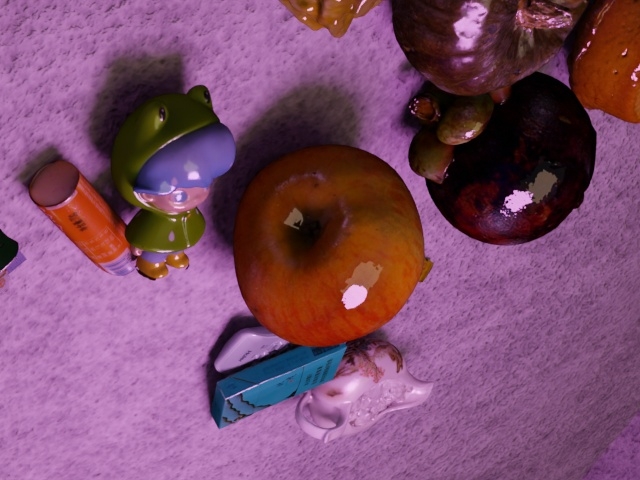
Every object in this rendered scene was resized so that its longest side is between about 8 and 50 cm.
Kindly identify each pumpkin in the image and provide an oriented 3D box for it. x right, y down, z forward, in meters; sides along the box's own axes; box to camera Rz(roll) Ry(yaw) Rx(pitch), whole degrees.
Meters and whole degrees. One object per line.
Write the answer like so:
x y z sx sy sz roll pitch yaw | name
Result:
0.239 -0.313 1.806 0.325 0.242 0.232 7 111 -46 | pumpkin

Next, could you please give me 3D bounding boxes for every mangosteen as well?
0.288 -0.140 2.013 0.311 0.311 0.311 -29 143 -25 | mangosteen

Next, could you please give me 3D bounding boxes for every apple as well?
0.000 0.000 1.840 0.301 0.301 0.301 -29 143 -25 | apple

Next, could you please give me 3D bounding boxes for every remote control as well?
-0.058 0.177 2.160 0.293 0.051 0.103 4 137 -51 | remote control

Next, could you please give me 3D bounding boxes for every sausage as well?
-0.298 -0.016 1.677 0.071 0.071 0.234 -42 146 -7 | sausage

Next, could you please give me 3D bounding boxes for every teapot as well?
0.067 0.282 2.333 0.298 0.139 0.204 -21 141 -34 | teapot

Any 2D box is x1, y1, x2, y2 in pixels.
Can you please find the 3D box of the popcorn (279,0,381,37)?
0.027 -0.381 1.576 0.233 0.192 0.266 -58 172 -9 | popcorn

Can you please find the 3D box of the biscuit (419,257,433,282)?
0.134 0.003 2.215 0.048 0.026 0.292 -63 148 -10 | biscuit

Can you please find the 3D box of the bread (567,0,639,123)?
0.561 -0.341 2.188 0.312 0.172 0.312 -31 145 -25 | bread

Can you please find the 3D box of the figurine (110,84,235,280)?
-0.198 -0.073 1.651 0.162 0.143 0.263 -24 136 -43 | figurine

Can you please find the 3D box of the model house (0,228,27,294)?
-0.419 0.020 1.503 0.117 0.167 0.088 -44 150 -11 | model house

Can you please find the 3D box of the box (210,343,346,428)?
-0.073 0.238 2.150 0.226 0.042 0.161 -22 158 -19 | box
